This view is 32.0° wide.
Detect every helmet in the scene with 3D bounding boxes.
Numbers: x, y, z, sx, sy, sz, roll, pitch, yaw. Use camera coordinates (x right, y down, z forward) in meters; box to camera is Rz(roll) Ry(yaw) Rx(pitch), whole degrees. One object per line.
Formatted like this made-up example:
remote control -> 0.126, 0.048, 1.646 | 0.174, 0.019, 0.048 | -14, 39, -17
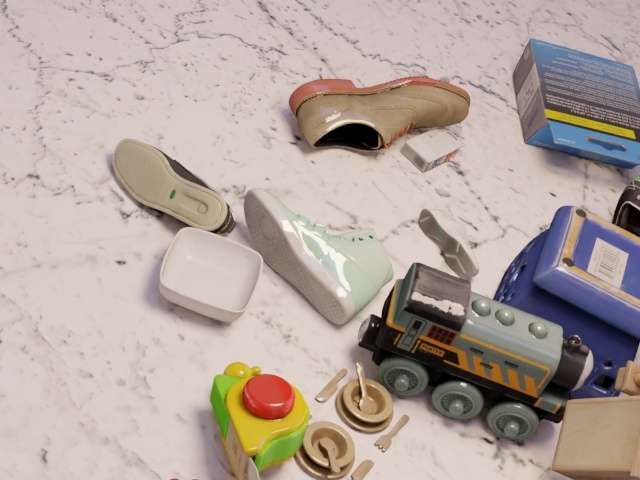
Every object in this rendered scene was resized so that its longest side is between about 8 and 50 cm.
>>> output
helmet -> 0.619, -0.052, 2.028 | 0.169, 0.161, 0.169 | 13, 43, -12

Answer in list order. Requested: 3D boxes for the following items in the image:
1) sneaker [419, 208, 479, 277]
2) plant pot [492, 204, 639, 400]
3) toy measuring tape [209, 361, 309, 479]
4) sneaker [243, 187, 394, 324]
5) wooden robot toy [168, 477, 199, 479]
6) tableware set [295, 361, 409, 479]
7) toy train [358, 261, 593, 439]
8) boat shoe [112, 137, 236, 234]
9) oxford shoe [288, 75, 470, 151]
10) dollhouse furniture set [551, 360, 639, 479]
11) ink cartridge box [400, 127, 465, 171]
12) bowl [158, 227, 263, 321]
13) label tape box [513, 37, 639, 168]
sneaker -> 0.230, -0.002, 1.882 | 0.061, 0.054, 0.152 | -8, 51, -34
plant pot -> 0.409, 0.097, 1.747 | 0.236, 0.212, 0.236 | 28, 42, 3
toy measuring tape -> -0.052, 0.271, 1.413 | 0.121, 0.121, 0.330 | 0, 37, -24
sneaker -> 0.000, 0.001, 1.742 | 0.151, 0.094, 0.256 | -33, 76, -37
wooden robot toy -> -0.180, 0.336, 1.347 | 0.173, 0.076, 0.079 | 5, 56, -20
tableware set -> 0.038, 0.252, 1.548 | 0.128, 0.039, 0.194 | 36, 43, 12
toy train -> 0.225, 0.162, 1.613 | 0.333, 0.190, 0.142 | 22, 43, -2
boat shoe -> -0.232, -0.080, 1.751 | 0.233, 0.084, 0.079 | 33, 4, 20
oxford shoe -> 0.119, -0.211, 2.009 | 0.348, 0.123, 0.130 | -5, 59, -18
dollhouse furniture set -> 0.512, 0.342, 1.529 | 0.355, 0.174, 0.303 | 26, 70, -20
ink cartridge box -> 0.209, -0.170, 2.059 | 0.115, 0.029, 0.063 | -26, 61, -41
bowl -> -0.165, 0.056, 1.644 | 0.142, 0.053, 0.142 | 21, 43, -4
label tape box -> 0.524, -0.239, 2.215 | 0.240, 0.106, 0.334 | 13, 44, -12
